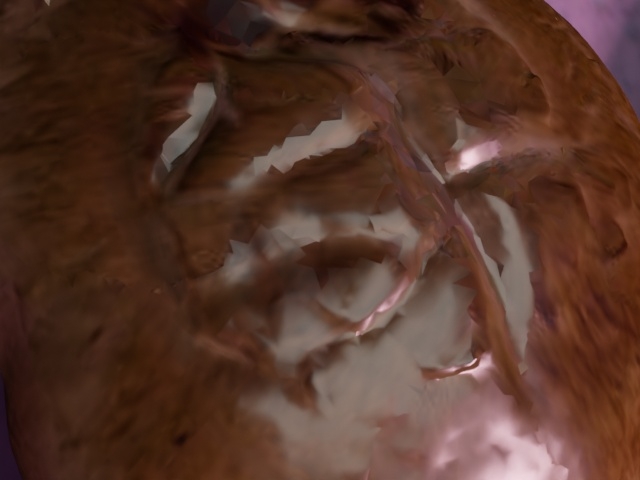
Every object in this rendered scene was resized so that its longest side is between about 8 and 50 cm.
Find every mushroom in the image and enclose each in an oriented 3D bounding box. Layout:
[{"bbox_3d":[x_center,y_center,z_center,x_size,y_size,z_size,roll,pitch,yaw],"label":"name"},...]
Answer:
[{"bbox_3d":[0.000,0.000,0.553,0.278,0.146,0.278,13,61,-25],"label":"mushroom"}]
